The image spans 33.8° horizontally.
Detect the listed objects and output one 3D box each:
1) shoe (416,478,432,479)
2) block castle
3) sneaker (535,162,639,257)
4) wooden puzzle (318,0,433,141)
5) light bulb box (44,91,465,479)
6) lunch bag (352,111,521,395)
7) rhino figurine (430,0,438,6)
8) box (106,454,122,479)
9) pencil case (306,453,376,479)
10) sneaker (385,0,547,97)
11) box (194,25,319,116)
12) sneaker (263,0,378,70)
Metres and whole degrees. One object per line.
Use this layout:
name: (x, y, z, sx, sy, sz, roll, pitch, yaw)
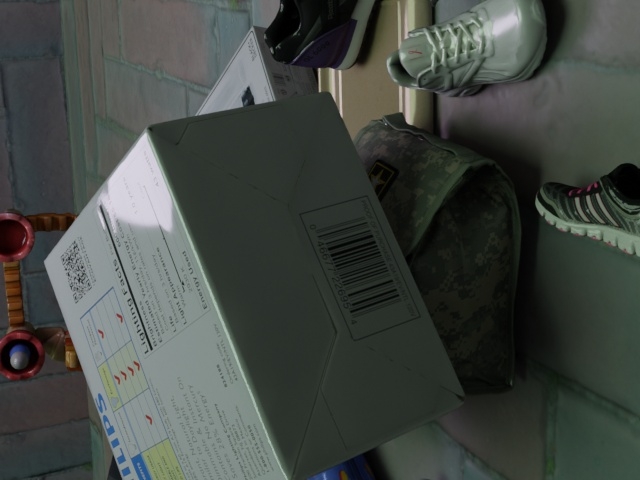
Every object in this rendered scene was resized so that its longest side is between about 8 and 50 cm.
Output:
shoe: (0.133, 0.399, 1.375, 0.081, 0.063, 0.178, -18, 85, 60)
block castle: (-0.356, 0.082, 1.878, 0.213, 0.453, 0.303, -145, 53, -71)
sneaker: (0.267, -0.039, 0.967, 0.170, 0.063, 0.074, 28, 122, 55)
wooden puzzle: (0.073, -0.212, 1.366, 0.239, 0.044, 0.221, 16, 111, 58)
light bulb box: (-0.093, 0.090, 1.125, 0.361, 0.225, 0.358, -37, 73, 54)
lunch bag: (0.105, 0.013, 1.193, 0.235, 0.169, 0.287, -143, 49, -61)
rhino figurine: (0.156, -0.301, 1.098, 0.106, 0.073, 0.243, 49, 163, -17)
box: (-0.168, 0.194, 1.628, 0.097, 0.395, 0.318, 31, 142, 7)
pencil case: (0.020, 0.341, 1.538, 0.306, 0.119, 0.133, 66, 150, 31)
sneaker: (0.146, -0.199, 1.114, 0.232, 0.115, 0.090, 155, 106, -64)
box: (-0.113, -0.172, 1.636, 0.290, 0.087, 0.169, -49, 48, 43)
sneaker: (0.010, -0.337, 1.280, 0.107, 0.124, 0.283, 50, 134, 46)
